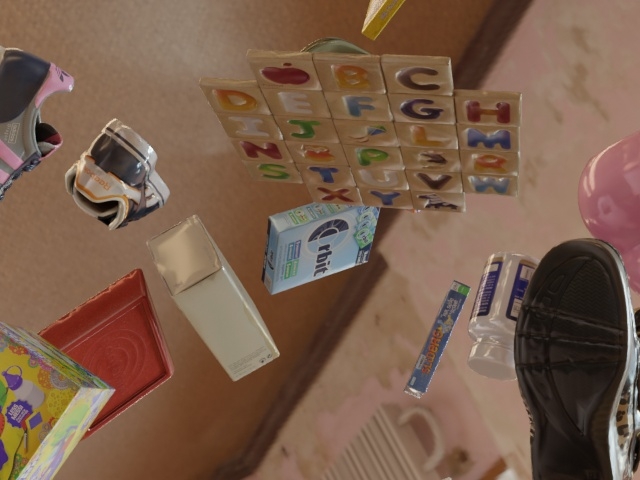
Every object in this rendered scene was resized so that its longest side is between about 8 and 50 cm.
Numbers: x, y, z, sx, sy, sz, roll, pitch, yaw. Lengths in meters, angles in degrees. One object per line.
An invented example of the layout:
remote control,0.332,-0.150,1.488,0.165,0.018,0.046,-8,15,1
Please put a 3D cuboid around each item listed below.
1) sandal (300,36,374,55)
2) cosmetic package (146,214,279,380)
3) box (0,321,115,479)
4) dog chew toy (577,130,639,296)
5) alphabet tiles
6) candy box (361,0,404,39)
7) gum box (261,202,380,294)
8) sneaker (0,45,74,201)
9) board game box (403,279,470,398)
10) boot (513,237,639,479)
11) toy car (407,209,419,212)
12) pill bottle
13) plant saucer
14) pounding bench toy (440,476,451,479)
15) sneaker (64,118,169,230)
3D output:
sandal,0.074,-0.330,2.263,0.302,0.086,0.120,9,126,-32
cosmetic package,-0.200,0.114,2.112,0.113,0.160,0.309,-29,140,-3
box,-0.473,0.285,1.613,0.290,0.177,0.279,-55,176,-7
dog chew toy,0.520,0.002,1.628,0.206,0.332,0.206,-26,172,-4
alphabet tiles,0.048,-0.094,1.068,0.285,0.011,0.342,5,162,11
candy box,0.128,-0.393,1.615,0.027,0.105,0.206,30,135,-12
gum box,0.000,0.000,1.792,0.184,0.041,0.157,-18,144,-23
sneaker,-0.430,-0.112,1.527,0.131,0.112,0.319,13,125,-17
board game box,0.204,0.176,1.958,0.136,0.035,0.201,86,29,-78
boot,0.363,0.148,1.386,0.138,0.377,0.284,3,-162,34
toy car,0.185,-0.094,2.042,0.060,0.122,0.040,-3,131,37
pill bottle,0.297,0.123,1.779,0.112,0.187,0.112,16,155,8
plant saucer,-0.383,0.220,2.016,0.259,0.047,0.258,-36,132,-29
pounding bench toy,0.158,0.370,1.548,0.065,0.052,0.083,-37,161,22
sneaker,-0.320,-0.085,1.723,0.127,0.126,0.321,-52,175,-11
